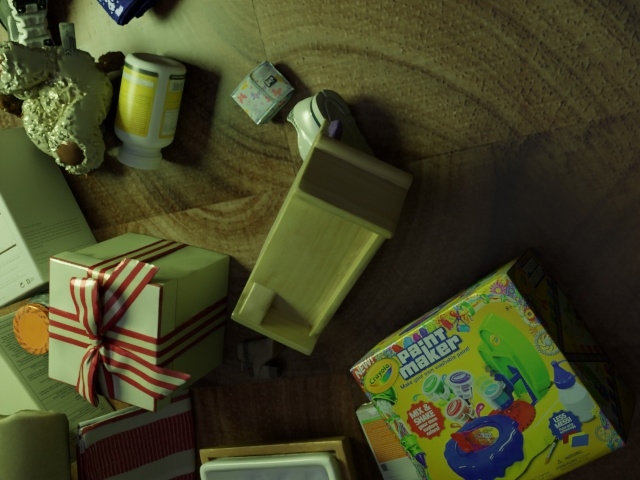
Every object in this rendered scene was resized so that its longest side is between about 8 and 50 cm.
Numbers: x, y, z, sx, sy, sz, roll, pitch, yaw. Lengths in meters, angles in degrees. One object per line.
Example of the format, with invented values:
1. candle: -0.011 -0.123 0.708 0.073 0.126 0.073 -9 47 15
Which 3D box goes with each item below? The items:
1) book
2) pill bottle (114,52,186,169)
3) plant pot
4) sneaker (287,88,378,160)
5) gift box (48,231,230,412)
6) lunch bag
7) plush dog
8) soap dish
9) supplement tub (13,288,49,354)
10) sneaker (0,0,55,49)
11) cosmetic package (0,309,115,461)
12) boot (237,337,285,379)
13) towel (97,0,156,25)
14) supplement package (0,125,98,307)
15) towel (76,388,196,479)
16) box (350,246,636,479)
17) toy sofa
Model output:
1. book: 0.132 0.338 1.426 0.096 0.035 0.144 -19 95 24
2. pill bottle: -0.295 -0.220 1.444 0.103 0.103 0.184 22 110 19
3. plant pot: -0.551 0.441 1.429 0.334 0.334 0.305 -3 79 25
4. sneaker: 0.028 -0.119 1.343 0.095 0.090 0.235 -23 90 42
5. gift box: -0.300 0.127 1.445 0.277 0.258 0.255 8 106 24
6. lunch bag: -0.092 -0.241 1.376 0.083 0.053 0.071 -43 84 17
7. plush dog: -0.454 -0.232 1.484 0.262 0.210 0.225 48 143 -6
8. soap dish: -0.056 0.457 1.492 0.291 0.118 0.228 -10 98 27
9. supplement tub: -0.464 0.137 1.560 0.117 0.190 0.116 6 105 24
10. sneaker: -0.536 -0.377 1.536 0.106 0.078 0.234 37 134 41
11. cosmetic package: -0.549 0.292 1.656 0.113 0.160 0.309 -39 84 28
12. boot: -0.107 0.191 1.497 0.087 0.042 0.118 8 99 31
13. towel: -0.352 -0.543 1.415 0.228 0.076 0.308 -44 82 19
14. supplement package: -0.575 -0.043 1.574 0.175 0.177 0.292 -25 91 28
15. towel: -0.327 0.460 1.558 0.037 0.237 0.328 14 109 46
16. box: 0.256 0.213 1.258 0.290 0.177 0.279 -37 85 27
17. toy sofa: 0.000 0.000 1.289 0.150 0.177 0.362 25 138 -4
